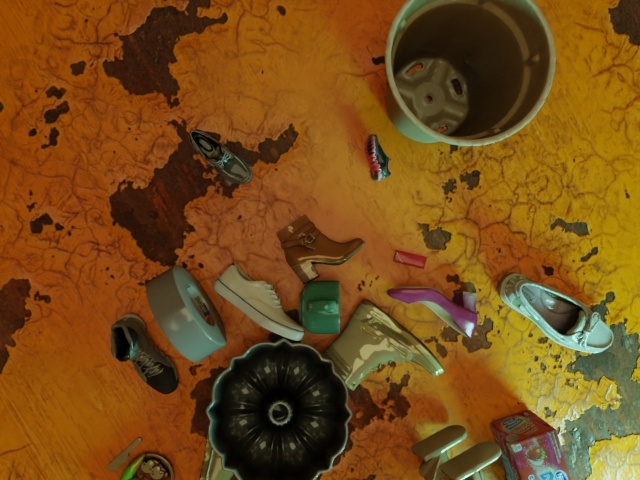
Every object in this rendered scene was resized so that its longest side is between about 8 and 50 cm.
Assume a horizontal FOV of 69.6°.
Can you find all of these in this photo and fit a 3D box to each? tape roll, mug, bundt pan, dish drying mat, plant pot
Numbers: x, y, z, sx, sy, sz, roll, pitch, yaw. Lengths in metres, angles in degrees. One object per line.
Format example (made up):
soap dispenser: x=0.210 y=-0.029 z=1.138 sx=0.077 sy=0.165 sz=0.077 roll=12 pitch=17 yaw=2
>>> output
tape roll: x=-0.305 y=0.166 z=1.063 sx=0.072 sy=0.219 sz=0.219 roll=-32 pitch=93 yaw=-2
mug: x=-0.002 y=0.154 z=1.112 sx=0.098 sy=0.157 sz=0.129 roll=-1 pitch=48 yaw=3
bundt pan: x=-0.097 y=0.404 z=1.095 sx=0.331 sy=0.124 sz=0.330 roll=1 pitch=73 yaw=-5
dish drying mat: x=0.232 y=0.049 z=1.192 sx=0.083 sy=0.008 sz=0.032 roll=14 pitch=90 yaw=-3
plant pot: x=0.283 y=-0.353 z=1.034 sx=0.334 sy=0.305 sz=0.333 roll=0 pitch=92 yaw=-2

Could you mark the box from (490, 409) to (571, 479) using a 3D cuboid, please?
box: x=0.543 y=0.584 z=1.164 sx=0.123 sy=0.128 sz=0.256 roll=-18 pitch=92 yaw=-2

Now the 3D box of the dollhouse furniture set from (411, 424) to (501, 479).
dollhouse furniture set: x=0.454 y=0.640 z=1.042 sx=0.257 sy=0.394 sz=0.361 roll=-19 pitch=91 yaw=-18

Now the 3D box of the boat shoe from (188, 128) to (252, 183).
boat shoe: x=-0.251 y=-0.204 z=1.130 sx=0.183 sy=0.066 sz=0.066 roll=35 pitch=90 yaw=-3

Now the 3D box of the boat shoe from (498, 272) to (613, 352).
boat shoe: x=0.608 y=0.190 z=1.168 sx=0.321 sy=0.103 sz=0.118 roll=34 pitch=90 yaw=-3

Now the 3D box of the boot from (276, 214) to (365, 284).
boot: x=0.000 y=0.000 z=1.151 sx=0.197 sy=0.073 sz=0.152 roll=-28 pitch=82 yaw=-13

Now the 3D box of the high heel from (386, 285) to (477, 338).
high heel: x=0.282 y=0.179 z=1.164 sx=0.244 sy=0.082 sz=0.117 roll=8 pitch=81 yaw=-16

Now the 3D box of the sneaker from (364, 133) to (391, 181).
sneaker: x=0.150 y=-0.211 z=1.168 sx=0.057 sy=0.047 sz=0.119 roll=-12 pitch=94 yaw=-22

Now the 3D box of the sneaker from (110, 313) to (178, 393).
sneaker: x=-0.435 y=0.289 z=1.103 sx=0.086 sy=0.132 sz=0.228 roll=-34 pitch=93 yaw=-1

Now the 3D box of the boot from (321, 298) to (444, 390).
boot: x=0.152 y=0.301 z=1.149 sx=0.262 sy=0.095 sz=0.203 roll=39 pitch=88 yaw=3

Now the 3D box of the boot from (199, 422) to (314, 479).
boot: x=-0.160 y=0.579 z=1.150 sx=0.270 sy=0.089 sz=0.235 roll=9 pitch=92 yaw=-4

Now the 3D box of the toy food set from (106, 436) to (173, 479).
toy food set: x=-0.437 y=0.604 z=1.160 sx=0.132 sy=0.038 sz=0.192 roll=-45 pitch=93 yaw=-1

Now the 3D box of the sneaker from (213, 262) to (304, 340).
sneaker: x=-0.140 y=0.145 z=1.116 sx=0.258 sy=0.094 sz=0.091 roll=32 pitch=90 yaw=10
